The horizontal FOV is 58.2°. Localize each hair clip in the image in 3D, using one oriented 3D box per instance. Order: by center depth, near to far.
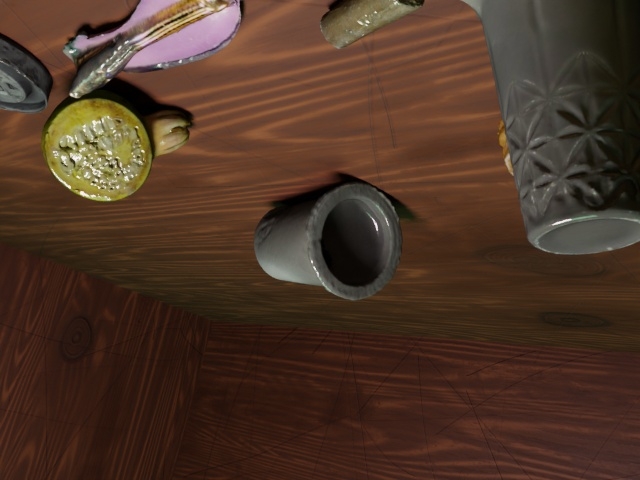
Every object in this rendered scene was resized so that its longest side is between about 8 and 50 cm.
[{"bbox_3d":[-0.235,-0.281,0.803,0.358,0.096,0.110,-12,117,34],"label":"hair clip"}]

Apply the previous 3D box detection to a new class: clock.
[{"bbox_3d":[-0.579,-0.296,0.986,0.225,0.049,0.226,10,163,3],"label":"clock"}]

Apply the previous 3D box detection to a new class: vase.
[{"bbox_3d":[0.251,-0.143,0.549,0.250,0.301,0.156,-2,159,13],"label":"vase"},{"bbox_3d":[0.000,0.000,1.266,0.245,0.245,0.291,23,168,-31],"label":"vase"}]

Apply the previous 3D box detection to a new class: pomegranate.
[{"bbox_3d":[-0.372,-0.191,1.030,0.190,0.241,0.159,49,-179,-28],"label":"pomegranate"}]

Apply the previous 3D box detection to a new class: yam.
[{"bbox_3d":[0.056,-0.266,0.663,0.054,0.054,0.132,25,159,-35],"label":"yam"}]

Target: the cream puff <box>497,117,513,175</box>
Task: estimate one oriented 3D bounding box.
[{"bbox_3d":[0.321,-0.139,0.776,0.165,0.115,0.150,32,148,-26],"label":"cream puff"}]
